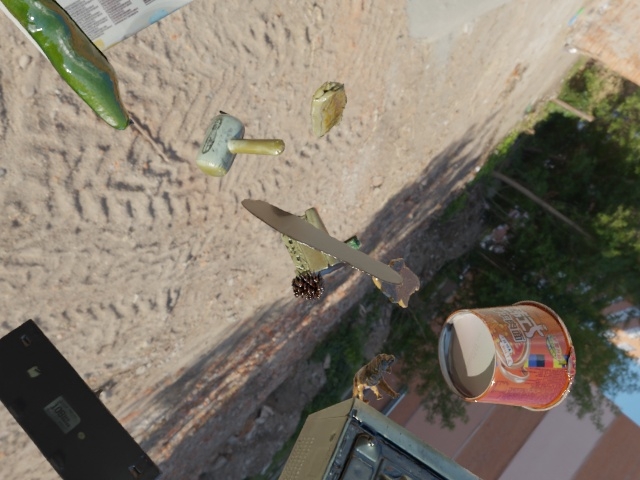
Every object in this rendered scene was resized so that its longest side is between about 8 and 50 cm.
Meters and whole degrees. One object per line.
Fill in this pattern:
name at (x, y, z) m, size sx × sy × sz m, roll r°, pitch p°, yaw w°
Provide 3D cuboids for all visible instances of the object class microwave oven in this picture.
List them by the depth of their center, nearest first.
microwave oven at (0.124, 0.548, 0.898) m, size 0.333 × 0.394 × 0.247 m, roll -60°, pitch -171°, yaw -33°

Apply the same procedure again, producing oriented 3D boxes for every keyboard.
keyboard at (-0.360, 0.247, 0.658) m, size 0.106 × 0.317 × 0.027 m, roll -39°, pitch 162°, yaw -33°

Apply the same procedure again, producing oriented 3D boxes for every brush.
brush at (0.028, 0.071, 1.756) m, size 0.282 × 0.054 × 0.048 m, roll -31°, pitch -172°, yaw 13°

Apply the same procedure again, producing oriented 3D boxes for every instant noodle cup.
instant noodle cup at (0.402, 0.258, 1.040) m, size 0.192 × 0.251 × 0.250 m, roll 5°, pitch 136°, yaw -22°

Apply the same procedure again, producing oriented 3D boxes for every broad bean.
broad bean at (-0.249, -0.192, 0.439) m, size 0.046 × 0.195 × 0.061 m, roll -40°, pitch -160°, yaw -5°

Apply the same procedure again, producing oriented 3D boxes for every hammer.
hammer at (-0.225, -0.282, 1.373) m, size 0.113 × 0.305 × 0.202 m, roll 38°, pitch 65°, yaw -54°

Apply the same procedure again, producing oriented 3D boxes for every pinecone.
pinecone at (-0.029, 0.107, 1.102) m, size 0.083 × 0.077 × 0.077 m, roll -1°, pitch 151°, yaw -6°

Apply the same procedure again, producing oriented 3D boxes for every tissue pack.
tissue pack at (-0.300, -0.359, 0.595) m, size 0.229 × 0.145 × 0.159 m, roll -33°, pitch 153°, yaw -4°

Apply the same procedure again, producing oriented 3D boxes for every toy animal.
toy animal at (0.127, 0.391, 1.279) m, size 0.114 × 0.117 × 0.255 m, roll -9°, pitch 161°, yaw -14°

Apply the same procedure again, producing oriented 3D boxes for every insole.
insole at (0.000, 0.000, 0.831) m, size 0.007 × 0.327 × 0.111 m, roll -66°, pitch 173°, yaw 22°

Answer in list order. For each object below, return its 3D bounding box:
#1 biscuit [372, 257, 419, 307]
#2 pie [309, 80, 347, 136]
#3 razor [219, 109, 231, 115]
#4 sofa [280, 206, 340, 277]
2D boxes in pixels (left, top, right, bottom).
biscuit at (0.251, 0.136, 1.531) m, size 0.035 × 0.163 × 0.250 m, roll -13°, pitch 161°, yaw 41°
pie at (0.025, -0.415, 1.476) m, size 0.128 × 0.068 × 0.282 m, roll -36°, pitch 169°, yaw -5°
razor at (-0.361, -0.407, 1.624) m, size 0.028 × 0.044 × 0.155 m, roll 124°, pitch -13°, yaw -54°
sofa at (-0.007, 0.006, 1.400) m, size 0.181 × 0.200 × 0.258 m, roll -27°, pitch 172°, yaw -2°
